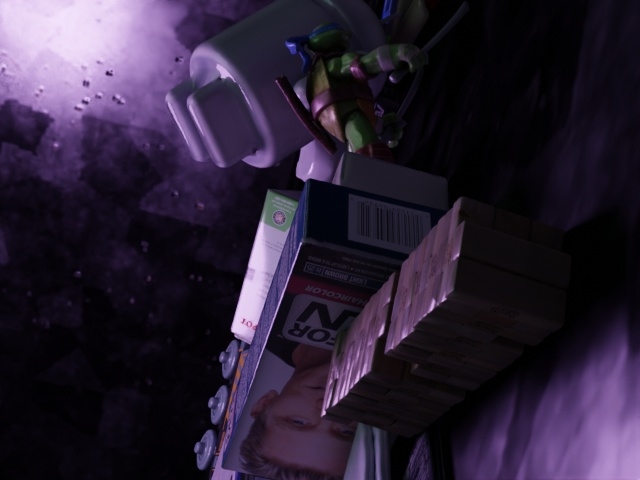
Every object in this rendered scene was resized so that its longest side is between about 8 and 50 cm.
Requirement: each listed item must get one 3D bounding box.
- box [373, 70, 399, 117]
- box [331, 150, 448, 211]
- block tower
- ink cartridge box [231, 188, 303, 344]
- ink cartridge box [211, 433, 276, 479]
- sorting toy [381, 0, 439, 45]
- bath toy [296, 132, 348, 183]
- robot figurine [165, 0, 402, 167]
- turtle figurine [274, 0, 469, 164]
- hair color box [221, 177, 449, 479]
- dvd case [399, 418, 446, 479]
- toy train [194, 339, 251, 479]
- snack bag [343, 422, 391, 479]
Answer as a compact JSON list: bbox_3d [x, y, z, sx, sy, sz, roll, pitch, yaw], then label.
[{"bbox_3d":[0.065,-0.190,1.987,0.270,0.060,0.216,-90,16,-61],"label":"box"},{"bbox_3d":[0.049,0.041,1.370,0.148,0.127,0.232,-83,11,-48],"label":"box"},{"bbox_3d":[0.096,0.077,1.018,0.335,0.097,0.090,128,158,-61],"label":"block tower"},{"bbox_3d":[-0.019,0.055,1.700,0.093,0.160,0.219,1,-72,-52],"label":"ink cartridge box"},{"bbox_3d":[-0.072,0.368,1.571,0.270,0.151,0.395,-91,16,-63],"label":"ink cartridge box"},{"bbox_3d":[0.150,-0.379,1.766,0.347,0.047,0.195,125,154,-72],"label":"sorting toy"},{"bbox_3d":[0.000,0.000,1.848,0.151,0.129,0.348,-134,56,-66],"label":"bath toy"},{"bbox_3d":[-0.045,-0.240,1.735,0.300,0.353,0.199,23,142,55],"label":"robot figurine"},{"bbox_3d":[0.097,-0.154,1.505,0.198,0.275,0.266,-26,67,52],"label":"turtle figurine"},{"bbox_3d":[0.021,0.113,1.263,0.105,0.174,0.347,-86,12,-50],"label":"hair color box"},{"bbox_3d":[0.082,0.286,1.070,0.221,0.018,0.164,-88,14,-62],"label":"dvd case"},{"bbox_3d":[-0.123,0.310,2.203,0.190,0.142,0.333,-25,48,65],"label":"toy train"},{"bbox_3d":[0.022,0.391,1.158,0.342,0.037,0.323,-88,10,-60],"label":"snack bag"}]
